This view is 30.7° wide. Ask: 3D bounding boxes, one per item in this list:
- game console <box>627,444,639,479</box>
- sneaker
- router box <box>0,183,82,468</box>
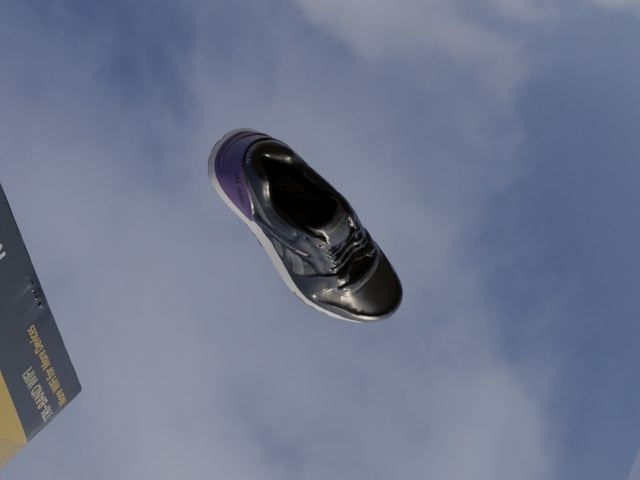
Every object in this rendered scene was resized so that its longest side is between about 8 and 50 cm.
[{"bbox_3d":[0.172,0.033,0.234,0.173,0.293,0.250,24,-132,14],"label":"game console"},{"bbox_3d":[0.000,0.000,1.246,0.283,0.124,0.107,44,-102,-24],"label":"sneaker"},{"bbox_3d":[-0.274,0.081,0.661,0.081,0.309,0.243,35,-116,21],"label":"router box"}]
